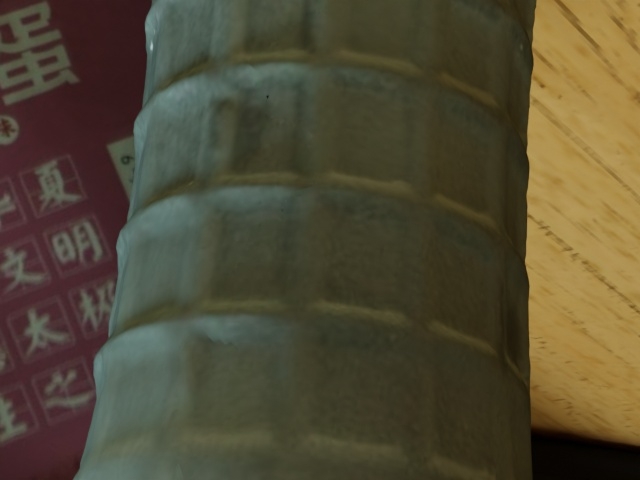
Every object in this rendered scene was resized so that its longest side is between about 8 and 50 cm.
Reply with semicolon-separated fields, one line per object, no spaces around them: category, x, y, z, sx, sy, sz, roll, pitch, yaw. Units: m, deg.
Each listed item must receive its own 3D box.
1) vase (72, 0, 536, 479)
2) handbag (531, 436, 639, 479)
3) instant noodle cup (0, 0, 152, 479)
vase;0.000;0.000;0.439;0.143;0.299;0.143;4;157;2
handbag;0.126;0.201;1.170;0.308;0.093;0.254;9;156;-12
instant noodle cup;-0.134;0.000;0.589;0.234;0.235;0.178;8;167;-8
